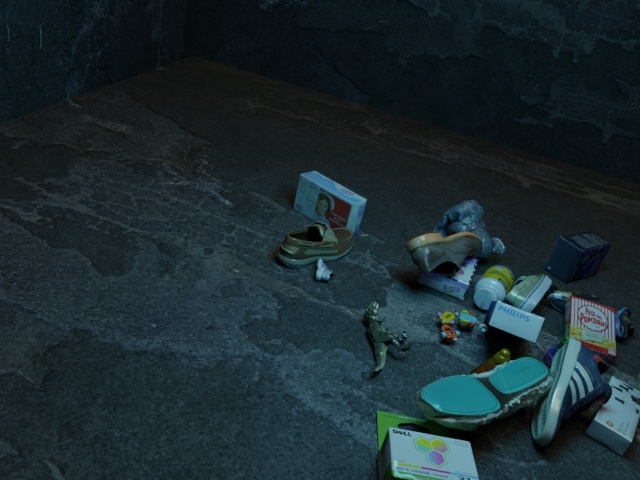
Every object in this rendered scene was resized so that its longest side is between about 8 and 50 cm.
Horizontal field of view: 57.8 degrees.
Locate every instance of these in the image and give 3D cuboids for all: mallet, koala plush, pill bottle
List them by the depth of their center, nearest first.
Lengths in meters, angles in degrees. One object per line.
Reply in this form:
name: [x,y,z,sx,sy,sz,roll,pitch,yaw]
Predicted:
pill bottle: [0.574,0.159,1.931,0.103,0.103,0.184,26,31,21]
mallet: [0.858,0.187,2.004,0.062,0.039,0.190,-8,10,-34]
koala plush: [0.567,-0.016,2.173,0.196,0.203,0.221,-3,45,-27]

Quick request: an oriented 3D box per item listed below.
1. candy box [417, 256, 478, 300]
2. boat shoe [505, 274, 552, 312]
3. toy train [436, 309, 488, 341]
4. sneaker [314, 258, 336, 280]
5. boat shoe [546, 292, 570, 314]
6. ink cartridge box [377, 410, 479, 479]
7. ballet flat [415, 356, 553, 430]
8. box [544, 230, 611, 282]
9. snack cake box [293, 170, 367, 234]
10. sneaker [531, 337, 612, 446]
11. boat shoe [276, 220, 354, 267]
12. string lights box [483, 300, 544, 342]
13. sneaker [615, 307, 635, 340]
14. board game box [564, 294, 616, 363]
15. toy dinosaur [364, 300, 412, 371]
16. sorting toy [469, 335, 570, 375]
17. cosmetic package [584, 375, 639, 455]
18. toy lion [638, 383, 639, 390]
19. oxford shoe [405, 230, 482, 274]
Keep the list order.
candy box: [0.442,0.106,1.999,0.165,0.070,0.196,22,30,14]
boat shoe: [0.696,0.160,1.939,0.094,0.109,0.302,42,27,14]
toy train: [0.413,0.265,1.742,0.166,0.046,0.125,-4,35,-24]
sneaker: [0.019,0.100,1.867,0.069,0.038,0.098,13,38,-4]
boat shoe: [0.854,0.239,1.953,0.183,0.065,0.083,22,31,13]
ink cartridge box: [0.224,0.455,1.271,0.189,0.097,0.255,12,30,-4]
ballet flat: [0.402,0.397,1.413,0.409,0.147,0.147,-7,35,-28]
box: [0.990,0.062,2.234,0.207,0.153,0.108,-10,38,-34]
snack cake box: [0.032,-0.136,2.163,0.264,0.152,0.089,33,34,29]
sneaker: [0.655,0.402,1.481,0.148,0.131,0.350,32,49,14]
boat shoe: [0.000,0.000,1.946,0.123,0.116,0.324,35,35,32]
string lights box: [0.561,0.233,1.700,0.133,0.076,0.260,21,-1,15]
sneaker: [1.018,0.286,1.960,0.078,0.067,0.188,46,36,11]
board game box: [0.856,0.280,1.845,0.147,0.045,0.193,18,48,6]
toy dinosaur: [0.188,0.276,1.611,0.118,0.064,0.268,4,32,-5]
sorting toy: [0.580,0.329,1.616,0.366,0.126,0.127,-7,35,-31]
cosmetic package: [0.789,0.460,1.545,0.099,0.060,0.239,28,32,25]
toy lion: [0.975,0.447,1.682,0.096,0.034,0.100,18,29,21]
oxford shoe: [0.428,0.054,1.930,0.364,0.130,0.132,-4,65,-40]
